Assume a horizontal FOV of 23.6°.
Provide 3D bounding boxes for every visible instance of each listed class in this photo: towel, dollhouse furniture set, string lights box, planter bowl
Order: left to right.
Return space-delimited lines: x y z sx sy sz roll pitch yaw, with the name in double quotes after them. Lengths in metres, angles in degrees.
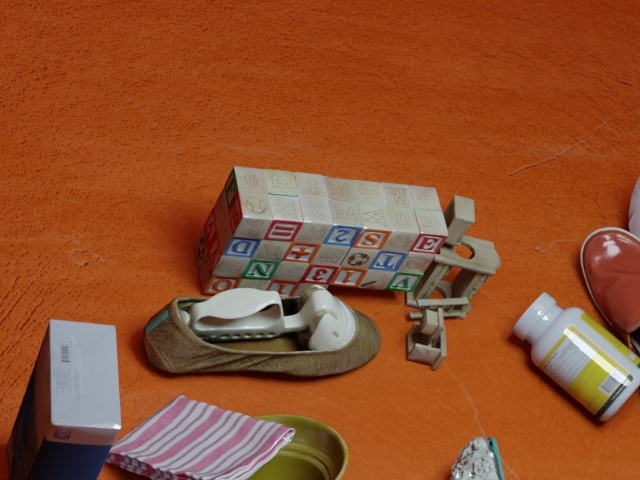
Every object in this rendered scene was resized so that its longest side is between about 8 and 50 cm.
-0.289 0.216 1.694 0.077 0.259 0.133 7 51 -19 "string lights box"
-0.147 0.240 1.830 0.197 0.029 0.144 11 32 36 "towel"
-0.069 0.302 1.816 0.217 0.090 0.217 -7 26 3 "planter bowl"
0.197 0.065 2.100 0.101 0.182 0.161 14 47 -14 "dollhouse furniture set"

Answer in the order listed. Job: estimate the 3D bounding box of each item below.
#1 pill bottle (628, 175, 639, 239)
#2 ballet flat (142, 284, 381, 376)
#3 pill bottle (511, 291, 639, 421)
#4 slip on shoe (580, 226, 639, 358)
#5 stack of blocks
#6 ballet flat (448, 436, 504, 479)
0.697 -0.030 2.381 0.408 0.229 0.229 3 51 -23 "pill bottle"
-0.058 0.108 1.987 0.342 0.124 0.116 3 52 -23 "ballet flat"
0.362 0.159 2.152 0.184 0.103 0.103 41 47 12 "pill bottle"
0.477 0.113 2.221 0.101 0.123 0.331 41 22 -60 "slip on shoe"
0.000 0.000 2.073 0.297 0.171 0.087 5 51 -22 "stack of blocks"
0.193 0.402 1.835 0.147 0.147 0.409 8 40 -19 "ballet flat"
